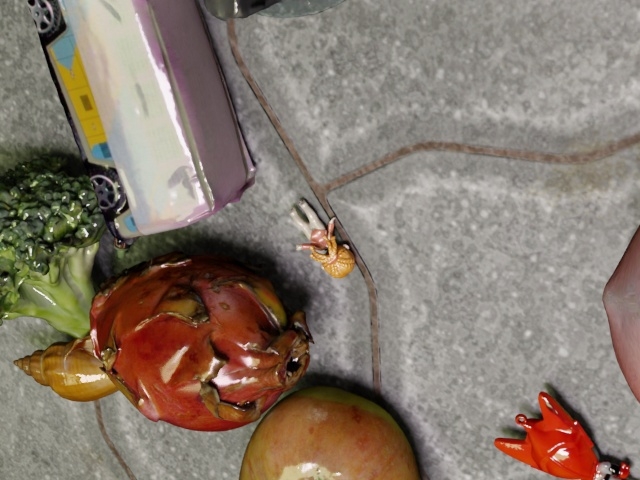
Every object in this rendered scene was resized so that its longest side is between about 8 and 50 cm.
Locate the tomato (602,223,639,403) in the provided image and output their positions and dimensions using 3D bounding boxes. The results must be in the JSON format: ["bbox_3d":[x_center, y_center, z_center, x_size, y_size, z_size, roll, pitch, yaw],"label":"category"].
[{"bbox_3d":[0.430,0.070,1.218,0.321,0.321,0.321,13,122,22],"label":"tomato"}]

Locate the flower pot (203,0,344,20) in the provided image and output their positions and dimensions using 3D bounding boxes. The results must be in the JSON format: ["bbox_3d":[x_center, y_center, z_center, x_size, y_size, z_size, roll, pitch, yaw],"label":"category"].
[{"bbox_3d":[-0.038,-0.362,1.255,0.299,0.283,0.299,13,122,21],"label":"flower pot"}]

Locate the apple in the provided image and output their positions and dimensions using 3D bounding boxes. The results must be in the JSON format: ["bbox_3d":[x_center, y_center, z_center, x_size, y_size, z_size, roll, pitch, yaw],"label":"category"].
[{"bbox_3d":[0.014,0.321,1.660,0.261,0.194,0.261,11,119,22],"label":"apple"}]

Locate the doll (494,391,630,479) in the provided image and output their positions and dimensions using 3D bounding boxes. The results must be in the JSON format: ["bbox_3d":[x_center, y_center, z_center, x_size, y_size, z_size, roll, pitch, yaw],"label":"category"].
[{"bbox_3d":[0.306,0.266,1.553,0.169,0.057,0.109,39,126,5],"label":"doll"}]

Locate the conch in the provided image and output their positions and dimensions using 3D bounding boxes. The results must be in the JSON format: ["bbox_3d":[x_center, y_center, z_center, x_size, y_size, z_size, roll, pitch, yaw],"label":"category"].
[{"bbox_3d":[-0.284,0.173,1.820,0.330,0.093,0.109,-2,98,8],"label":"conch"}]

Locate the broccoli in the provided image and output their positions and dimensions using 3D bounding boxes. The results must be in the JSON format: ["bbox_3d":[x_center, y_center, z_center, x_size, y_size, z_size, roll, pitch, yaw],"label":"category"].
[{"bbox_3d":[-0.381,0.017,1.722,0.288,0.248,0.245,16,158,41],"label":"broccoli"}]

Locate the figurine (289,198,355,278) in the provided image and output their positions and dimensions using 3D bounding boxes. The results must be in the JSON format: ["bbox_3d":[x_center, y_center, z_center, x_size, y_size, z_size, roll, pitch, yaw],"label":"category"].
[{"bbox_3d":[0.000,0.000,1.586,0.064,0.047,0.109,-38,88,14],"label":"figurine"}]

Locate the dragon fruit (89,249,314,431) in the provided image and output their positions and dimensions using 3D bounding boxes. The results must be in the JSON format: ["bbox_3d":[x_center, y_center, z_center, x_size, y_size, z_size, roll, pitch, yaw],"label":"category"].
[{"bbox_3d":[-0.150,0.130,1.621,0.315,0.250,0.250,-4,115,18],"label":"dragon fruit"}]

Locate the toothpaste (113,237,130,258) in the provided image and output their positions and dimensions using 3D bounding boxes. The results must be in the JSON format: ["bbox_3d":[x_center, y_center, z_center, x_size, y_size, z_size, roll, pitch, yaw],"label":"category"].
[{"bbox_3d":[-0.266,-0.035,1.726,0.037,0.021,0.140,18,121,14],"label":"toothpaste"}]

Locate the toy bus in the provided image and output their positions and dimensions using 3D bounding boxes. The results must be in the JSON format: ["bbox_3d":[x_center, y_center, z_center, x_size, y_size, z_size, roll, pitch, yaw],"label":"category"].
[{"bbox_3d":[-0.211,-0.203,1.522,0.162,0.171,0.386,-10,111,22],"label":"toy bus"}]
